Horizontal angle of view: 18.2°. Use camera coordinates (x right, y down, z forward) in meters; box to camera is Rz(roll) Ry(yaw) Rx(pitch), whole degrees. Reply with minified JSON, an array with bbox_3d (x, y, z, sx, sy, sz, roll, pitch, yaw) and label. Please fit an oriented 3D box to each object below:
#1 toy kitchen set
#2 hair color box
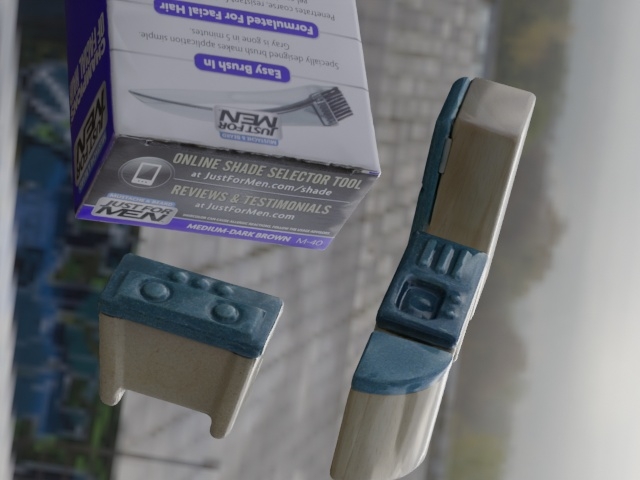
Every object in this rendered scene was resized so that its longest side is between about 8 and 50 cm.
[{"bbox_3d":[0.000,0.000,1.001,0.207,0.166,0.122,-64,169,-55],"label":"toy kitchen set"},{"bbox_3d":[-0.078,-0.169,1.386,0.110,0.185,0.338,124,-33,-49],"label":"hair color box"}]
